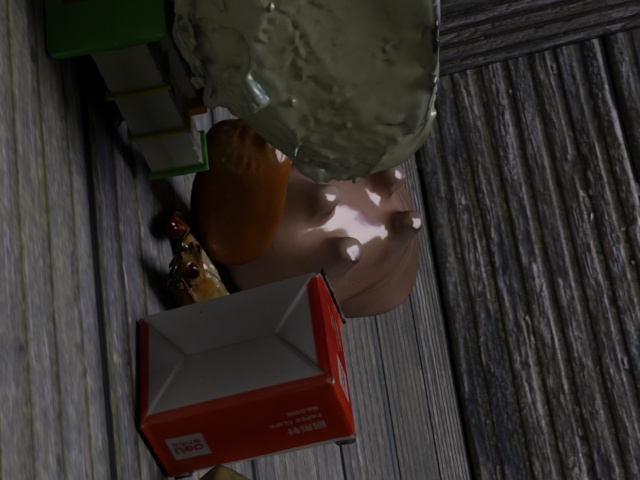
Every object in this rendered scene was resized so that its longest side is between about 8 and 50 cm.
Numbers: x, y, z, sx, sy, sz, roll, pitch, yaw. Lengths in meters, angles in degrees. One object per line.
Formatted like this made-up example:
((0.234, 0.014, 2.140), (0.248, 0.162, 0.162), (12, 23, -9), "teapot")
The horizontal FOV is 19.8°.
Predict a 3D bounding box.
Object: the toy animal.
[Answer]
((0.000, 0.000, 2.132), (0.326, 0.269, 0.237), (-8, 83, -49), "toy animal")

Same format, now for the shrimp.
((-0.124, 0.024, 1.809), (0.236, 0.053, 0.133), (57, 23, -73), "shrimp")

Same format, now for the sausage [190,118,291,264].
((-0.085, -0.046, 1.875), (0.238, 0.098, 0.098), (107, -23, -62), "sausage")

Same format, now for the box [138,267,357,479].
((-0.064, 0.122, 1.628), (0.099, 0.182, 0.133), (68, 10, -48), "box")

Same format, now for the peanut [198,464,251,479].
((-0.073, 0.309, 1.527), (0.125, 0.111, 0.274), (74, 9, -46), "peanut")

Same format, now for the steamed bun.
((-0.017, -0.236, 1.627), (0.312, 0.233, 0.333), (-94, -179, -64), "steamed bun")

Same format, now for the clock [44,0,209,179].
((-0.173, -0.203, 1.711), (0.255, 0.106, 0.219), (70, 11, -60), "clock")
